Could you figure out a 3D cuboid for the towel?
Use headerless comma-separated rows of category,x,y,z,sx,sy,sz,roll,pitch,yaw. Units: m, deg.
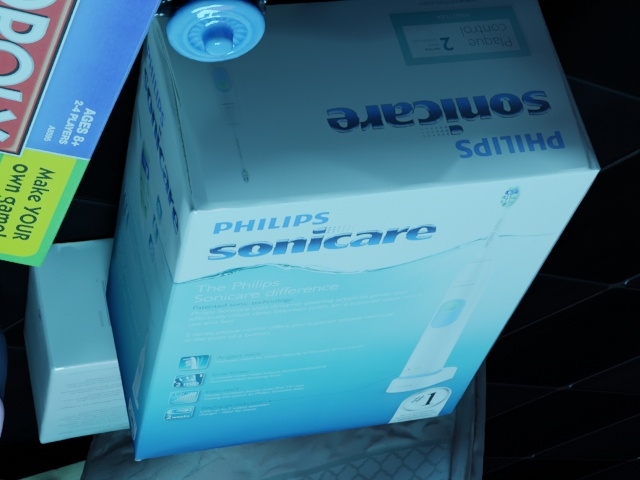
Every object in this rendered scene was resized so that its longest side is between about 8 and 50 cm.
towel,-0.038,0.155,1.151,0.331,0.317,0.053,-18,119,17

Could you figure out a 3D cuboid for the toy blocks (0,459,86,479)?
toy blocks,-0.227,0.297,1.578,0.261,0.191,0.381,-12,163,-35

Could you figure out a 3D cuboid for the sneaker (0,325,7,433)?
sneaker,-0.299,0.071,0.949,0.112,0.131,0.319,-22,158,25

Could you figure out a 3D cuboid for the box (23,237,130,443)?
box,-0.137,0.069,1.094,0.130,0.091,0.170,-7,159,-17

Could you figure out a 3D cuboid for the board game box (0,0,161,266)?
board game box,-0.160,-0.110,0.529,0.213,0.046,0.317,12,143,-17

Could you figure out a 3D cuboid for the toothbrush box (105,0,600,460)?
toothbrush box,0.000,0.000,0.890,0.216,0.126,0.295,-7,152,-15

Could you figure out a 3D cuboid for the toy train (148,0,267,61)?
toy train,-0.088,-0.128,0.627,0.184,0.080,0.105,-2,150,-16
